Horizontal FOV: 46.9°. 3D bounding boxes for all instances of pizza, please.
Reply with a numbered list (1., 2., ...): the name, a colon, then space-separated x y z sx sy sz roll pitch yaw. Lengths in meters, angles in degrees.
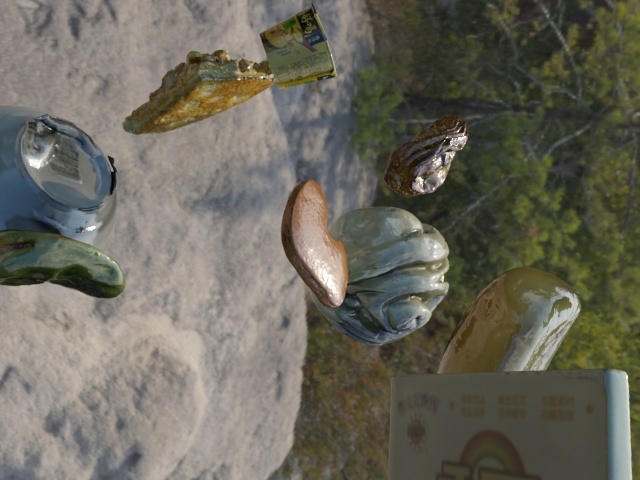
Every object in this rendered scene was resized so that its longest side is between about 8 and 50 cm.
1. pizza: -0.249 -0.305 1.554 0.257 0.268 0.087 -12 75 -53

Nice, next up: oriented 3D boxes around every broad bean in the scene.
1. broad bean: -0.385 0.036 1.083 0.206 0.153 0.073 13 69 -34

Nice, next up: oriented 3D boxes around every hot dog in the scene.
1. hot dog: 0.271 -0.204 1.764 0.259 0.114 0.175 -35 154 -37

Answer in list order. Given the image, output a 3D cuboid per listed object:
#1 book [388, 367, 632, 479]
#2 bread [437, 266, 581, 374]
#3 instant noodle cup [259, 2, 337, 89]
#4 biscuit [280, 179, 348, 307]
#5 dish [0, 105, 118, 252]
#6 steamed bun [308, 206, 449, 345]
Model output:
1. book: 0.095 0.225 0.422 0.020 0.208 0.296 9 76 -25
2. bread: 0.191 0.126 0.804 0.147 0.098 0.217 -4 125 -46
3. instant noodle cup: -0.044 -0.366 1.430 0.122 0.151 0.151 -20 124 4
4. biscuit: 0.000 0.000 1.286 0.192 0.036 0.186 55 33 -31
5. dish: -0.439 -0.106 1.216 0.316 0.106 0.317 34 41 -36
6. steamed bun: 0.146 0.107 1.751 0.339 0.247 0.352 28 124 -31
